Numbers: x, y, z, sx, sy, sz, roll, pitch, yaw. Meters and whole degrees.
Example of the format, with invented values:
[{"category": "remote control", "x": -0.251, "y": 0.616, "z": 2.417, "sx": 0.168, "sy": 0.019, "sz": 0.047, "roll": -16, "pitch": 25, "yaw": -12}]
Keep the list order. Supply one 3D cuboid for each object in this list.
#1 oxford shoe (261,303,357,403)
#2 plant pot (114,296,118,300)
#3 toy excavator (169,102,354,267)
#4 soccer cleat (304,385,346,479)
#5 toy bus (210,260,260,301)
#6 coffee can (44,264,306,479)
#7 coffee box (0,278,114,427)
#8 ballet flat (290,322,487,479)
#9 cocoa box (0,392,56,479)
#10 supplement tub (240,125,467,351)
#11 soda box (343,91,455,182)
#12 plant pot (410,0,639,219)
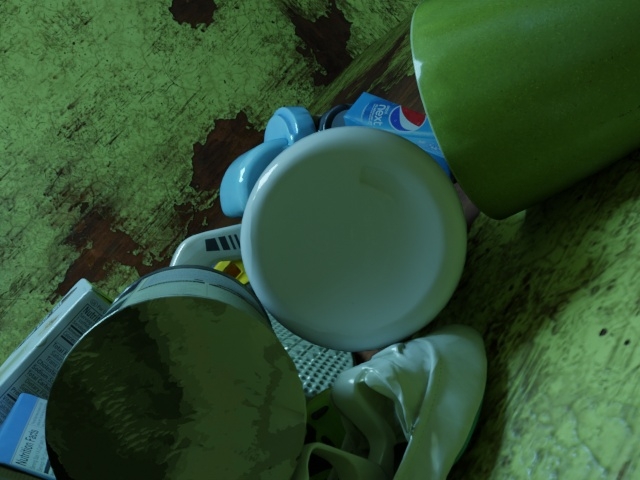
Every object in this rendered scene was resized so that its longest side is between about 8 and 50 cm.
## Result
[{"category": "oxford shoe", "x": -0.070, "y": 0.186, "z": 1.042, "sx": 0.449, "sy": 0.169, "sz": 0.130, "roll": -166, "pitch": 77, "yaw": -66}, {"category": "plant pot", "x": -0.337, "y": 0.213, "z": 1.372, "sx": 0.237, "sy": 0.109, "sz": 0.237, "roll": -45, "pitch": -27, "yaw": -31}, {"category": "toy excavator", "x": -0.124, "y": -0.027, "z": 1.344, "sx": 0.445, "sy": 0.433, "sz": 0.222, "roll": -7, "pitch": 1, "yaw": -20}, {"category": "soccer cleat", "x": -0.044, "y": 0.260, "z": 0.796, "sx": 0.289, "sy": 0.093, "sz": 0.121, "roll": -49, "pitch": 12, "yaw": -8}, {"category": "toy bus", "x": -0.223, "y": 0.118, "z": 1.484, "sx": 0.220, "sy": 0.211, "sz": 0.149, "roll": -53, "pitch": 17, "yaw": -18}, {"category": "coffee can", "x": -0.130, "y": 0.133, "z": 0.688, "sx": 0.201, "sy": 0.201, "sz": 0.275, "roll": -48, "pitch": 8, "yaw": -4}, {"category": "coffee box", "x": -0.313, "y": 0.284, "z": 1.013, "sx": 0.334, "sy": 0.338, "sz": 0.337, "roll": -50, "pitch": 15, "yaw": -13}, {"category": "ballet flat", "x": 0.046, "y": 0.193, "z": 0.636, "sx": 0.139, "sy": 0.139, "sz": 0.400, "roll": -32, "pitch": 20, "yaw": 46}, {"category": "cocoa box", "x": -0.278, "y": 0.370, "z": 0.715, "sx": 0.347, "sy": 0.227, "sz": 0.231, "roll": -66, "pitch": 15, "yaw": -3}, {"category": "supplement tub", "x": 0.051, "y": -0.011, "z": 0.875, "sx": 0.235, "sy": 0.235, "sz": 0.325, "roll": -45, "pitch": -2, "yaw": 8}, {"category": "soda box", "x": 0.146, "y": -0.175, "z": 1.220, "sx": 0.067, "sy": 0.210, "sz": 0.071, "roll": -53, "pitch": -29, "yaw": -20}, {"category": "plant pot", "x": 0.294, "y": -0.194, "z": 0.789, "sx": 0.293, "sy": 0.275, "sz": 0.275, "roll": -18, "pitch": 28, "yaw": 31}]
